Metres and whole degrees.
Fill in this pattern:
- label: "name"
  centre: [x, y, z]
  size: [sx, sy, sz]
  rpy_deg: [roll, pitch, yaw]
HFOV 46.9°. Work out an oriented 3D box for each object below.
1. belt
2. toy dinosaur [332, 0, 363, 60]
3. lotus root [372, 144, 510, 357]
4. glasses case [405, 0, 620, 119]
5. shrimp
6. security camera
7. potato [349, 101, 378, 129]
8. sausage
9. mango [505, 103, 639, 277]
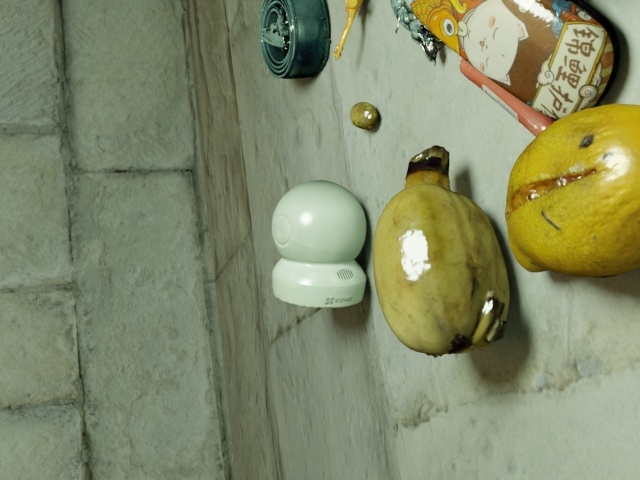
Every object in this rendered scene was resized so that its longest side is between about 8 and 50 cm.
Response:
- label: "belt"
  centre: [-0.072, -0.475, 1.687]
  size: [0.267, 0.116, 0.206]
  rpy_deg: [-153, 58, -65]
- label: "toy dinosaur"
  centre: [0.066, -0.487, 1.380]
  size: [0.117, 0.071, 0.288]
  rpy_deg: [-103, 23, -56]
- label: "lotus root"
  centre: [0.160, 0.009, 1.020]
  size: [0.183, 0.183, 0.309]
  rpy_deg: [131, 136, -63]
- label: "glasses case"
  centre: [0.212, -0.266, 0.873]
  size: [0.321, 0.082, 0.122]
  rpy_deg: [48, 143, 29]
- label: "shrimp"
  centre: [0.147, -0.349, 1.167]
  size: [0.082, 0.076, 0.174]
  rpy_deg: [77, 178, -57]
- label: "security camera"
  centre: [0.000, 0.000, 1.447]
  size: [0.194, 0.195, 0.236]
  rpy_deg: [-149, 59, -67]
- label: "potato"
  centre: [0.084, -0.236, 1.398]
  size: [0.083, 0.040, 0.051]
  rpy_deg: [-140, 60, -62]
- label: "sausage"
  centre: [0.244, -0.190, 0.969]
  size: [0.253, 0.034, 0.034]
  rpy_deg: [-117, 31, -51]
- label: "mango"
  centre: [0.272, -0.044, 0.782]
  size: [0.295, 0.120, 0.177]
  rpy_deg: [148, 119, -68]
